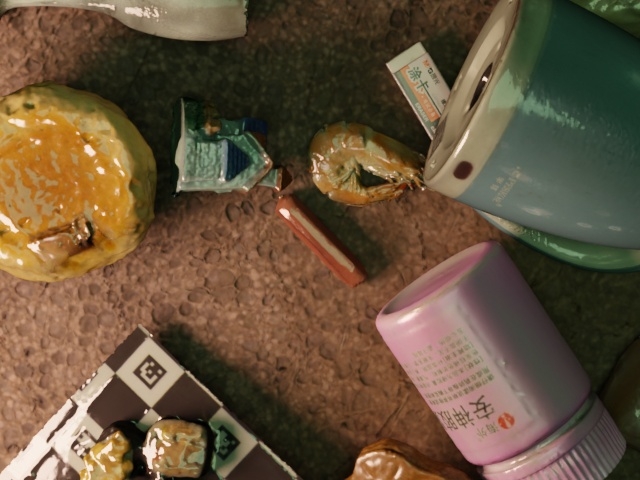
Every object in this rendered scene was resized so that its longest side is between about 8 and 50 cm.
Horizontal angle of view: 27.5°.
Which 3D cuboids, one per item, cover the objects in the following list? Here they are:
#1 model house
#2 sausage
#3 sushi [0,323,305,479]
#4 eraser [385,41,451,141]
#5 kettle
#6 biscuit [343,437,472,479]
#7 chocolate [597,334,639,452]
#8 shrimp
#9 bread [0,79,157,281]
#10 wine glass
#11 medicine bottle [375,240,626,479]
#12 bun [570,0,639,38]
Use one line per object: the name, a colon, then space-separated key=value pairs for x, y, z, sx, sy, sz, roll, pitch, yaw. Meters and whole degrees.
model house: x=-0.099 y=-0.104 z=1.536 sx=0.148 sy=0.148 sz=0.119 roll=5 pitch=91 yaw=-14
sausage: x=0.000 y=0.000 z=1.591 sx=0.147 sy=0.035 sz=0.030 roll=45 pitch=115 yaw=-5
sushi: x=-0.209 y=0.345 z=1.570 sx=0.359 sy=0.064 sz=0.343 roll=43 pitch=99 yaw=4
eraser: x=0.130 y=-0.175 z=1.576 sx=0.052 sy=0.029 sz=0.122 roll=-32 pitch=95 yaw=3
kettle: x=0.306 y=-0.087 z=1.479 sx=0.342 sy=0.319 sz=0.247 roll=24 pitch=54 yaw=-6
biscuit: x=0.122 y=0.380 z=1.564 sx=0.273 sy=0.049 sz=0.257 roll=35 pitch=122 yaw=6
chocolate: x=0.469 y=0.224 z=1.590 sx=0.261 sy=0.083 sz=0.161 roll=27 pitch=96 yaw=-3
shrimp: x=0.069 y=-0.082 z=1.579 sx=0.180 sy=0.041 sz=0.099 roll=18 pitch=96 yaw=-3
bread: x=-0.304 y=-0.066 z=1.535 sx=0.244 sy=0.134 sz=0.245 roll=0 pitch=99 yaw=1
wine glass: x=-0.236 y=-0.285 z=1.447 sx=0.309 sy=0.264 sz=0.096 roll=1 pitch=87 yaw=0
medicine bottle: x=0.212 y=0.163 z=1.536 sx=0.178 sy=0.178 sz=0.291 roll=-34 pitch=96 yaw=3
bun: x=0.347 y=-0.328 z=1.515 sx=0.237 sy=0.116 sz=0.210 roll=38 pitch=94 yaw=22
